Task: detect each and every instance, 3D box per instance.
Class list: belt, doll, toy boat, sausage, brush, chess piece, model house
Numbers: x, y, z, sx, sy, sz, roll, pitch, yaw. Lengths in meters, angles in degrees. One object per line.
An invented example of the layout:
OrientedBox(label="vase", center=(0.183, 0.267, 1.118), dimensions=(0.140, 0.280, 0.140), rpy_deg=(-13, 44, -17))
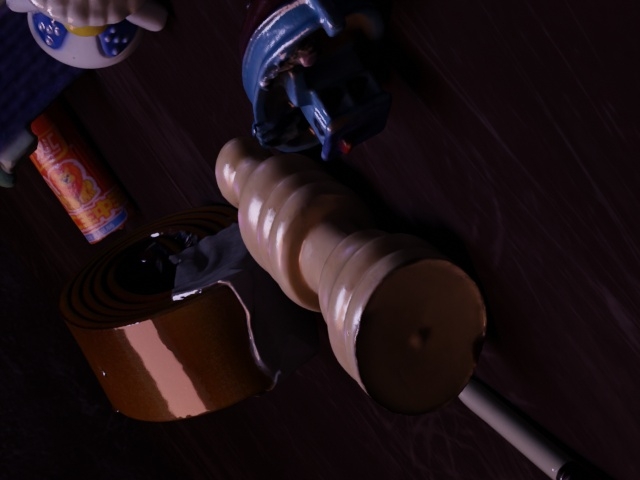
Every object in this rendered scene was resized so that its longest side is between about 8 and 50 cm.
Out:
OrientedBox(label="belt", center=(-0.129, 0.070, 1.900), dimensions=(0.122, 0.217, 0.338), rpy_deg=(64, 168, -17))
OrientedBox(label="doll", center=(-0.194, -0.207, 1.628), dimensions=(0.138, 0.119, 0.293), rpy_deg=(10, 168, -6))
OrientedBox(label="toy boat", center=(0.000, -0.104, 1.256), dimensions=(0.097, 0.100, 0.223), rpy_deg=(60, 170, 14))
OrientedBox(label="sausage", center=(-0.325, -0.124, 2.372), dimensions=(0.274, 0.074, 0.074), rpy_deg=(57, 166, -12))
OrientedBox(label="brush", center=(0.180, 0.170, 1.491), dimensions=(0.042, 0.039, 0.299), rpy_deg=(14, -164, -37))
OrientedBox(label="chess piece", center=(0.000, 0.000, 1.533), dimensions=(0.138, 0.124, 0.307), rpy_deg=(24, -167, -42))
OrientedBox(label="model house", center=(-0.405, -0.194, 2.148), dimensions=(0.280, 0.245, 0.312), rpy_deg=(45, 167, 2))
